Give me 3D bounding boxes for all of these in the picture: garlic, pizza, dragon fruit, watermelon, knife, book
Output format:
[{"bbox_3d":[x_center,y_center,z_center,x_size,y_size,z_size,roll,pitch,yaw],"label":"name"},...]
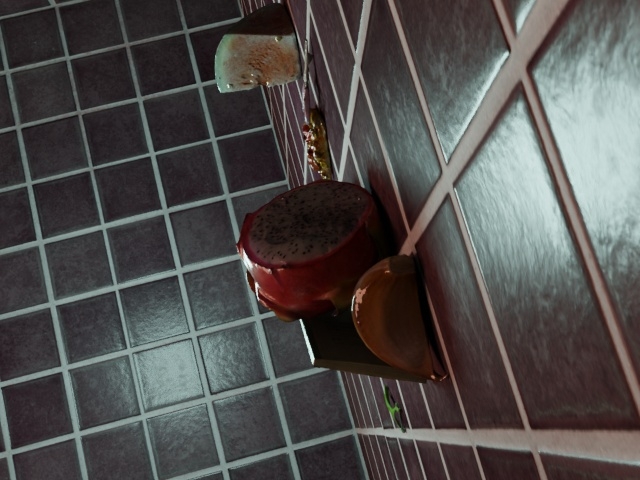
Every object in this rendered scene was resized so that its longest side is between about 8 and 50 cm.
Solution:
[{"bbox_3d":[0.124,0.123,1.241,0.206,0.128,0.115,69,-160,-9],"label":"garlic"},{"bbox_3d":[-0.013,-0.240,1.957,0.201,0.053,0.193,-175,71,-84],"label":"pizza"},{"bbox_3d":[-0.010,0.033,1.454,0.290,0.291,0.189,-112,3,-58],"label":"dragon fruit"},{"bbox_3d":[-0.149,-0.494,2.086,0.201,0.262,0.212,40,152,30],"label":"watermelon"},{"bbox_3d":[0.174,0.402,1.902,0.166,0.023,0.078,-120,21,-70],"label":"knife"},{"bbox_3d":[0.066,0.171,1.443,0.282,0.215,0.025,-110,32,-67],"label":"book"}]

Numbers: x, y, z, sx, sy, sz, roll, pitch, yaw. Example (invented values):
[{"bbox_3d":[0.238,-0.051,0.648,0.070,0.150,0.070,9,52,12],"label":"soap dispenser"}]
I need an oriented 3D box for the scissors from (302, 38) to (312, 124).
[{"bbox_3d":[-0.031,-0.378,1.821,0.110,0.021,0.212,-99,10,-47],"label":"scissors"}]
